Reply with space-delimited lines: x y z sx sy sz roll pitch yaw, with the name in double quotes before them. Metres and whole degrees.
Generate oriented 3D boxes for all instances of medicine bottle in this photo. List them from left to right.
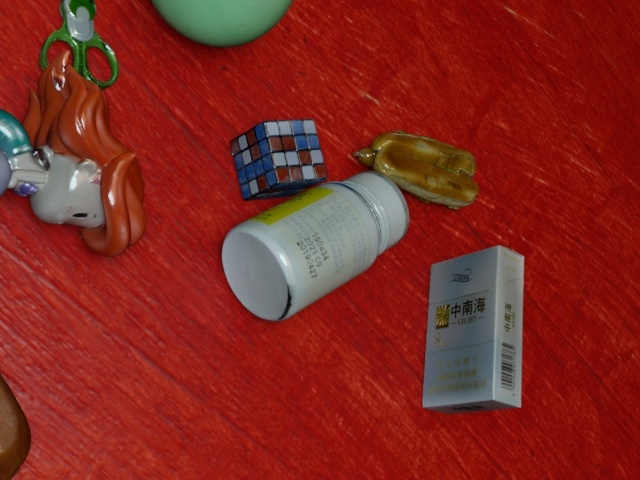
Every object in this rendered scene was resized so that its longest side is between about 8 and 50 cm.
"medicine bottle" 0.000 0.000 1.153 0.258 0.143 0.143 -27 94 -39

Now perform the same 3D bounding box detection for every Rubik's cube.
"Rubik's cube" -0.060 -0.114 1.172 0.092 0.092 0.092 -9 82 -40

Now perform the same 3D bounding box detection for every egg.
"egg" -0.132 -0.392 1.112 0.220 0.220 0.269 14 69 -34

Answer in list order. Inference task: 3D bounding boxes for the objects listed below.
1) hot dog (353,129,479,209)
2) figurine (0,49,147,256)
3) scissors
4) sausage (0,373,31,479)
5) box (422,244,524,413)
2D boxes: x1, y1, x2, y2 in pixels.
"hot dog" 0.168 -0.119 1.366 0.270 0.072 0.109 12 68 -37
"figurine" -0.315 -0.095 0.922 0.257 0.181 0.208 7 44 -44
"scissors" -0.314 -0.297 1.068 0.101 0.027 0.204 2 78 -41
"sausage" -0.403 0.101 0.841 0.094 0.097 0.348 -35 99 -49
"box" 0.239 0.142 1.292 0.067 0.155 0.242 21 64 -33
